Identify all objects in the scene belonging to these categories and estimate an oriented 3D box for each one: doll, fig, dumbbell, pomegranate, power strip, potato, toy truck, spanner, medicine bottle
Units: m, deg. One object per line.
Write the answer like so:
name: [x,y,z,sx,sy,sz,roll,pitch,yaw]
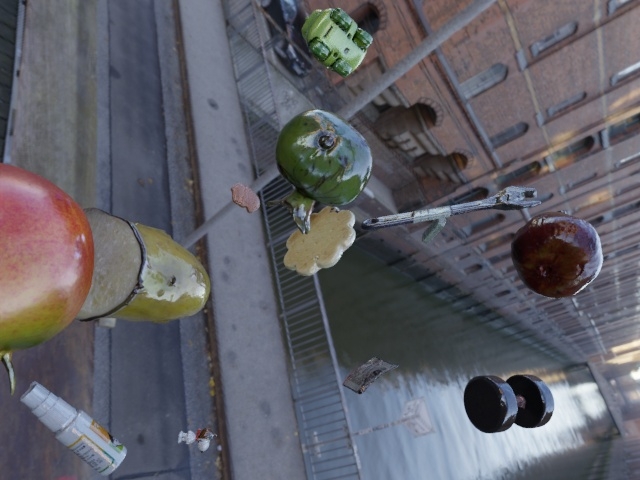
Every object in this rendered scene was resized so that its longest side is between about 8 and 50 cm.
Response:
doll: [-0.306,0.485,1.110,0.085,0.058,0.040,29,-11,-6]
fig: [0.532,0.003,1.057,0.190,0.191,0.290,55,21,-19]
dumbbell: [0.537,0.462,1.282,0.218,0.152,0.152,7,55,-28]
pomegranate: [-0.011,-0.103,0.704,0.152,0.191,0.131,46,30,11]
power strip: [0.239,-0.021,0.954,0.017,0.083,0.027,24,50,-6]
potato: [-0.506,0.098,1.251,0.296,0.397,0.289,29,74,-57]
toy truck: [0.026,-0.595,1.316,0.210,0.148,0.187,47,17,31]
pomegranate: [-0.361,0.041,0.474,0.221,0.221,0.256,17,61,-58]
spanner: [0.229,-0.052,0.803,0.087,0.316,0.024,-87,166,-66]
medicine bottle: [-0.475,0.356,0.867,0.061,0.092,0.220,-44,110,-17]

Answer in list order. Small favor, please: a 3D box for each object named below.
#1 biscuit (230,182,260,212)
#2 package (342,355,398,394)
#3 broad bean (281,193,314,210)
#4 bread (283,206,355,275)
biscuit: [-0.292,-0.168,1.749,0.130,0.019,0.102,41,47,-18]
package: [0.155,0.440,1.481,0.030,0.154,0.239,57,-15,-1]
broad bean: [-0.089,-0.137,1.704,0.048,0.070,0.214,31,-4,-34]
bread: [0.000,0.000,1.610,0.054,0.316,0.316,48,29,-37]
